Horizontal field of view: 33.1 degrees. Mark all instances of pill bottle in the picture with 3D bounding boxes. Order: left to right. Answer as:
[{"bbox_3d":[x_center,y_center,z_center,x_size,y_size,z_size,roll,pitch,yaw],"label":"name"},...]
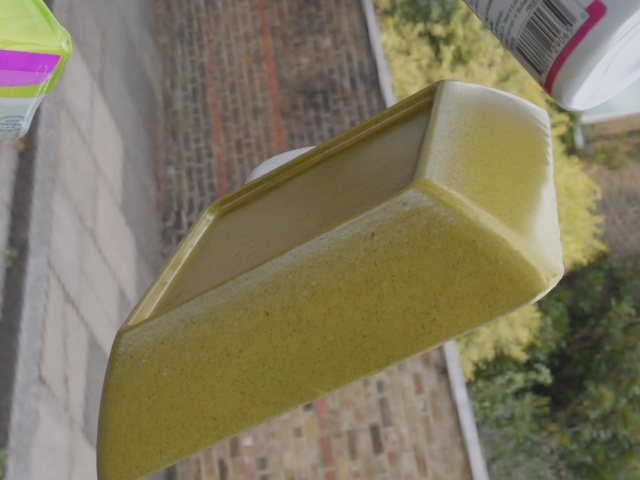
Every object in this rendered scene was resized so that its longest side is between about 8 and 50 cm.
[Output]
[{"bbox_3d":[0.167,-0.255,0.861,0.283,0.160,0.160,52,-7,16],"label":"pill bottle"}]

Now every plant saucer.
[{"bbox_3d":[0.000,0.000,0.772,0.081,0.333,0.332,57,21,-16],"label":"plant saucer"}]

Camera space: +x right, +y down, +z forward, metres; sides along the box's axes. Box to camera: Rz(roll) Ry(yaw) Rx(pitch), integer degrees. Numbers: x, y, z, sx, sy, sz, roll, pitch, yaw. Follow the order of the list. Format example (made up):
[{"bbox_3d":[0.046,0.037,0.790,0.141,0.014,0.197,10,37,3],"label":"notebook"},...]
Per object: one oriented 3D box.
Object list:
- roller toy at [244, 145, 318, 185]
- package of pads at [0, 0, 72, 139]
[{"bbox_3d":[0.006,-0.027,1.260,0.191,0.209,0.146,-34,129,-44],"label":"roller toy"},{"bbox_3d":[-0.329,-0.192,0.718,0.229,0.101,0.296,-7,50,-52],"label":"package of pads"}]
